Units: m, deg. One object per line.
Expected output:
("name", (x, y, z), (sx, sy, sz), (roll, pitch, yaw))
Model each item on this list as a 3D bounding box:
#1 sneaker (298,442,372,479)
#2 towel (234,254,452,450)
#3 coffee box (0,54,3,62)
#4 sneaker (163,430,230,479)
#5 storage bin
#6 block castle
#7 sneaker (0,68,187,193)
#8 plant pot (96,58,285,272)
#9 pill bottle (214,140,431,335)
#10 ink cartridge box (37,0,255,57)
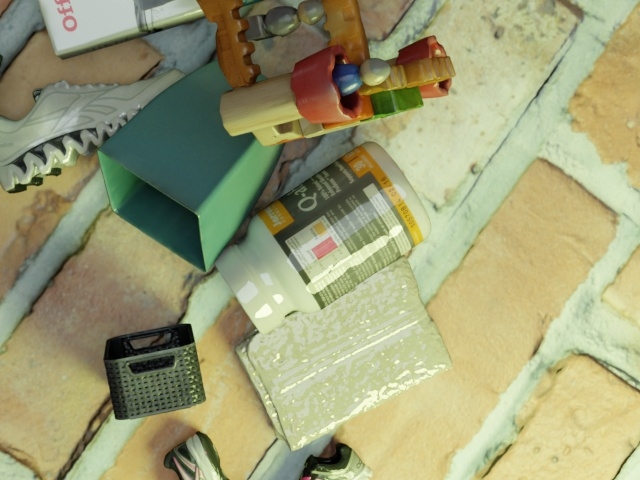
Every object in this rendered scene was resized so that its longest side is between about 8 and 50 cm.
("sneaker", (-0.013, 0.349, 1.872), (0.170, 0.063, 0.075), (-30, 99, -9))
("towel", (0.034, 0.162, 1.868), (0.282, 0.049, 0.187), (-26, 100, -6))
("coffee box", (-0.469, -0.166, 1.734), (0.040, 0.113, 0.184), (17, 92, -12))
("sneaker", (-0.164, 0.364, 1.858), (0.077, 0.072, 0.178), (-25, 90, 7))
("storage bin", (-0.225, 0.176, 1.765), (0.122, 0.180, 0.084), (-11, 96, -7))
("block castle", (0.029, -0.294, 1.612), (0.212, 0.453, 0.303), (-12, 95, 23))
("sneaker", (-0.317, -0.173, 1.762), (0.292, 0.110, 0.118), (-26, 90, -5))
("plant pot", (-0.151, -0.118, 1.732), (0.165, 0.165, 0.234), (32, 66, 15))
("pill bottle", (0.000, 0.000, 1.788), (0.278, 0.162, 0.162), (-33, 99, -4))
("ink cartridge box", (-0.239, -0.391, 1.733), (0.307, 0.129, 0.223), (-18, 98, -6))
